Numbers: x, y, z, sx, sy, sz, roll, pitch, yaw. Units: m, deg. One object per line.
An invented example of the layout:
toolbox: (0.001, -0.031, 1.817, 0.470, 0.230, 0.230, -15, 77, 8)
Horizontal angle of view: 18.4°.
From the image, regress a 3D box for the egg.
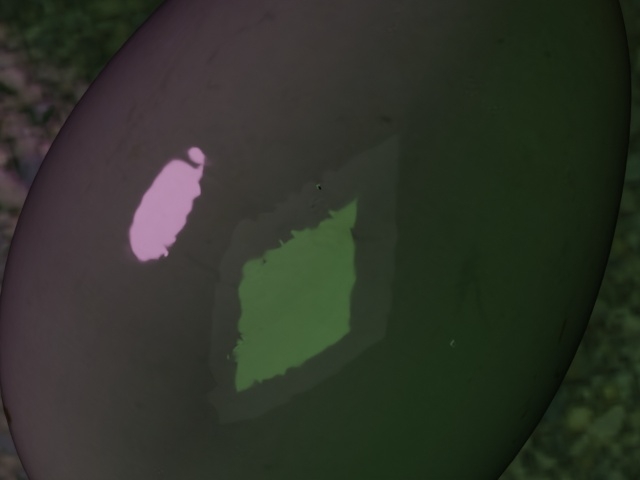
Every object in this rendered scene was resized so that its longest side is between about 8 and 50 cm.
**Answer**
egg: (0.000, 0.000, 0.645, 0.183, 0.183, 0.264, 30, 106, -4)
